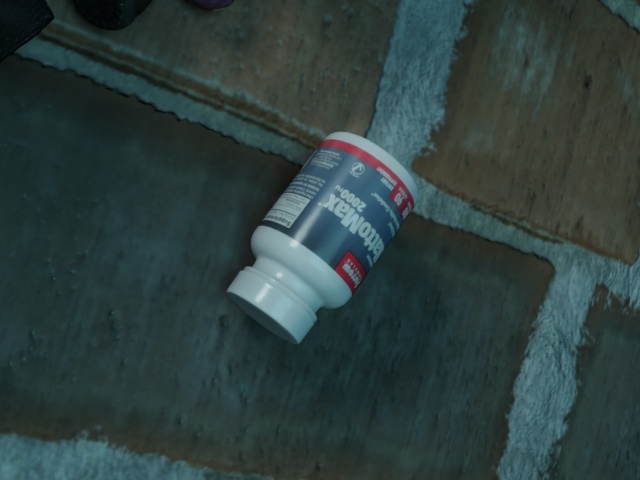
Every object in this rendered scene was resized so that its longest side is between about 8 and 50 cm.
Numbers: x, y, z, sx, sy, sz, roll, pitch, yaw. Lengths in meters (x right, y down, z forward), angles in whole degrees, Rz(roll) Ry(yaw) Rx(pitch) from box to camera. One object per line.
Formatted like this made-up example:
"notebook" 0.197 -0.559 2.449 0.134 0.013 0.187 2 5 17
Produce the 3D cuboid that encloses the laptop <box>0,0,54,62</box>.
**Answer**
"laptop" -0.295 -0.143 0.396 0.234 0.136 0.264 -41 127 -10

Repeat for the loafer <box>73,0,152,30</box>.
"loafer" -0.169 -0.279 0.604 0.078 0.080 0.220 -45 142 -48

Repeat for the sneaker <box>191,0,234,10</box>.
"sneaker" -0.106 -0.283 0.644 0.069 0.084 0.186 -29 108 -26

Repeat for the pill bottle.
"pill bottle" 0.000 0.000 0.724 0.108 0.108 0.180 44 74 -27
